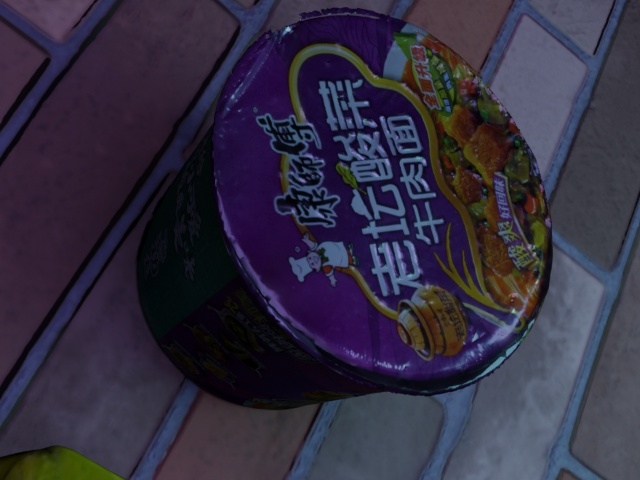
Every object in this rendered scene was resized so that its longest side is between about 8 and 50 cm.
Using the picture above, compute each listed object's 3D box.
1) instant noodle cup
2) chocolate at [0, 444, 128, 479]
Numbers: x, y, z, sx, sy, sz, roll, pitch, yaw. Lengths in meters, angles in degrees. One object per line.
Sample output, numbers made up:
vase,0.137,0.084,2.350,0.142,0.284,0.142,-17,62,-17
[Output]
instant noodle cup,0.000,0.000,0.759,0.251,0.190,0.251,12,66,-27
chocolate,-0.167,0.264,0.509,0.137,0.289,0.300,21,62,-34
